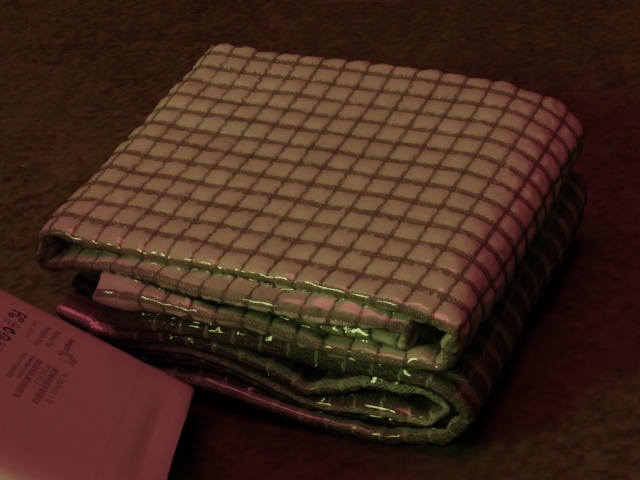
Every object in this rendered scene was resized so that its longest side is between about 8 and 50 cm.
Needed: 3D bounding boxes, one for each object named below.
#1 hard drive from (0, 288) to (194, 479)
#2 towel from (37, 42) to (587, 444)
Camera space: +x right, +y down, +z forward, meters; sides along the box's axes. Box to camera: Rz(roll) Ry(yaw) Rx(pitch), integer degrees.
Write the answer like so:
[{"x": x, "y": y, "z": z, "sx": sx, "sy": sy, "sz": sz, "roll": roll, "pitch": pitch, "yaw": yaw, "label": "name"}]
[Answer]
[{"x": -0.240, "y": 0.046, "z": 0.836, "sx": 0.353, "sy": 0.047, "sz": 0.233, "roll": 28, "pitch": 12, "yaw": -5, "label": "hard drive"}, {"x": 0.000, "y": 0.000, "z": 1.005, "sx": 0.283, "sy": 0.121, "sz": 0.235, "roll": 10, "pitch": 41, "yaw": 25, "label": "towel"}]
